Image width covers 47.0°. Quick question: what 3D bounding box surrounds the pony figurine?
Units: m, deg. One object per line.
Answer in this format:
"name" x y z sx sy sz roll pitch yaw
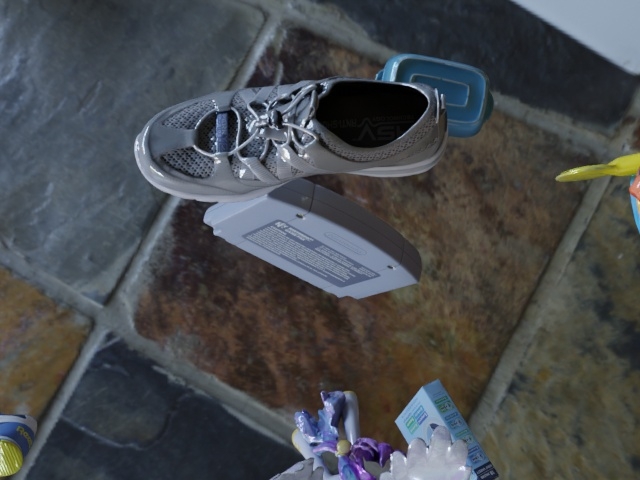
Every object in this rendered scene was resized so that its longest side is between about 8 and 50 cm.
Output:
"pony figurine" 0.046 0.394 1.101 0.302 0.363 0.351 -5 116 -9

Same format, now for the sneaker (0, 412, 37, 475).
"sneaker" -0.345 0.195 0.720 0.144 0.059 0.053 1 118 10

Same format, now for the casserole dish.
"casserole dish" 0.175 -0.222 1.109 0.188 0.037 0.114 11 86 -4

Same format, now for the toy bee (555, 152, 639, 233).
"toy bee" 0.288 -0.045 0.550 0.195 0.162 0.298 -31 49 24

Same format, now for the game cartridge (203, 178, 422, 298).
"game cartridge" 0.000 0.000 1.093 0.198 0.297 0.062 -25 46 44

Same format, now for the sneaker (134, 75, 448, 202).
"sneaker" -0.025 -0.104 0.637 0.281 0.115 0.105 -9 78 -2

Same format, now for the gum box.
"gum box" 0.213 0.357 1.275 0.041 0.157 0.184 -18 62 -26
